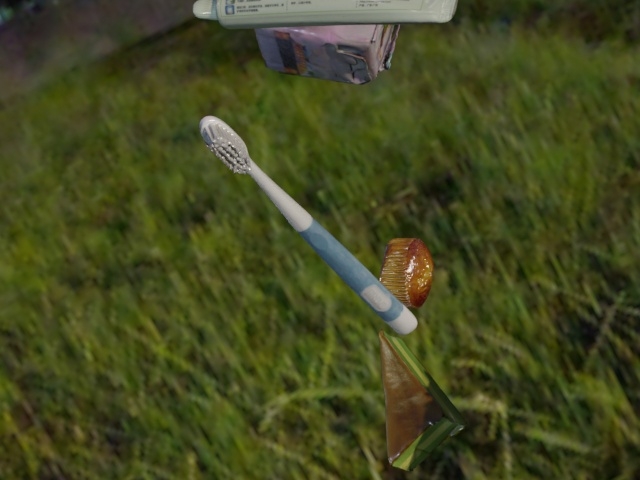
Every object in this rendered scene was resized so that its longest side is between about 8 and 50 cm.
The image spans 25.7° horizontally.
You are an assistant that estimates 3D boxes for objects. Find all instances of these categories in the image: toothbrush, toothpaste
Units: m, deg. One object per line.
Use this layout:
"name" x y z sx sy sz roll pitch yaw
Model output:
"toothbrush" 0.000 0.000 0.965 0.019 0.275 0.025 -37 44 8
"toothpaste" 0.001 -0.161 0.947 0.197 0.029 0.048 1 60 25

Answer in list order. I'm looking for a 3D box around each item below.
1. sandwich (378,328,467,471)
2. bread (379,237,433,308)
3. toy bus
"sandwich" 0.076 0.158 1.389 0.074 0.116 0.074 -42 -27 9
"bread" 0.105 0.038 1.629 0.053 0.085 0.085 2 25 23
"toy bus" 0.036 -0.310 1.358 0.112 0.138 0.317 70 -143 -69
